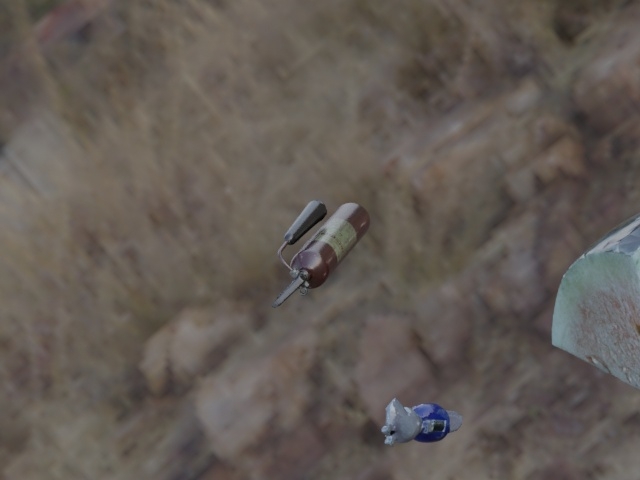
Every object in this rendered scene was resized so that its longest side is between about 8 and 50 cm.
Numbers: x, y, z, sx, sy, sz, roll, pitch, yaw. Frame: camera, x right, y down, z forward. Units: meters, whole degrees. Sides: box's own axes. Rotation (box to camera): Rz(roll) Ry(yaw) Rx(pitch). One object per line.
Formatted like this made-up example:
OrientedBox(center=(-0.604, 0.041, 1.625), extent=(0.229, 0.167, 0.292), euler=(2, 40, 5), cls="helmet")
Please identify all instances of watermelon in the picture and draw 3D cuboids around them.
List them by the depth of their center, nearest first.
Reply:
OrientedBox(center=(0.329, 0.061, 1.609), extent=(0.320, 0.213, 0.289), euler=(-17, -22, 21), cls="watermelon")

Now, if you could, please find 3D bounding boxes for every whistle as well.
OrientedBox(center=(0.072, 0.127, 1.363), extent=(0.029, 0.033, 0.083), euler=(12, 5, 41), cls="whistle")

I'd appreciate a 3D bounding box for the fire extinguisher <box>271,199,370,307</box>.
OrientedBox(center=(0.000, 0.000, 1.420), extent=(0.035, 0.049, 0.173), euler=(-3, 16, 16), cls="fire extinguisher")
